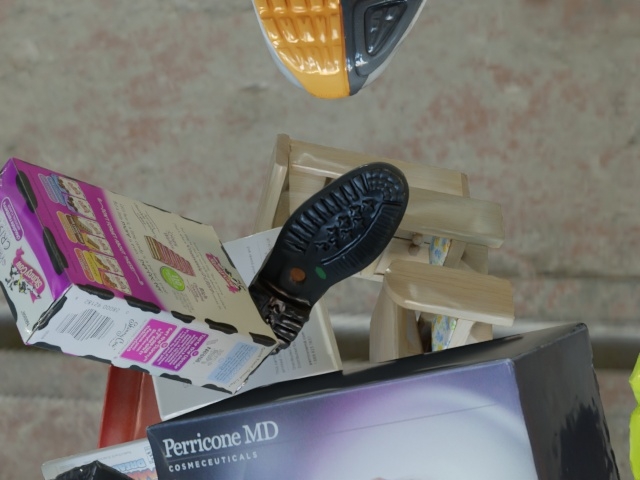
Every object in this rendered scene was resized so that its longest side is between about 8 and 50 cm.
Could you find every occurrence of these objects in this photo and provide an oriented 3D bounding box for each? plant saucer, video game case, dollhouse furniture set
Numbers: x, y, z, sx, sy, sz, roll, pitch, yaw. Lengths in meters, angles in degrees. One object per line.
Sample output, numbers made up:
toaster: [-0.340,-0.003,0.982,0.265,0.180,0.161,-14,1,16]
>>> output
plant saucer: [-0.170,0.212,1.795,0.259,0.047,0.259,6,87,52]
video game case: [-0.221,0.298,1.697,0.157,0.143,0.019,-16,7,22]
dollhouse furniture set: [0.047,0.074,1.859,0.256,0.362,0.394,10,41,-7]

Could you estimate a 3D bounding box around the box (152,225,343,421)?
box: [-0.078,0.106,1.543,0.181,0.119,0.181,-16,57,0]

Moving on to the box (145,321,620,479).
box: [0.063,0.236,1.102,0.296,0.182,0.294,-14,87,27]

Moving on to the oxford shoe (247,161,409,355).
oxford shoe: [0.000,0.000,1.394,0.083,0.227,0.096,40,30,-9]

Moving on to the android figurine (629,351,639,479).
android figurine: [0.208,0.063,0.561,0.273,0.248,0.056,-34,20,-33]

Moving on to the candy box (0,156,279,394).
candy box: [-0.163,0.033,1.286,0.071,0.233,0.159,-49,48,20]

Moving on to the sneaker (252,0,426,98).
sneaker: [0.016,-0.174,0.771,0.099,0.121,0.263,3,64,2]

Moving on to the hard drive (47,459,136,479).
hard drive: [-0.276,0.328,1.226,0.339,0.064,0.237,-28,38,43]
